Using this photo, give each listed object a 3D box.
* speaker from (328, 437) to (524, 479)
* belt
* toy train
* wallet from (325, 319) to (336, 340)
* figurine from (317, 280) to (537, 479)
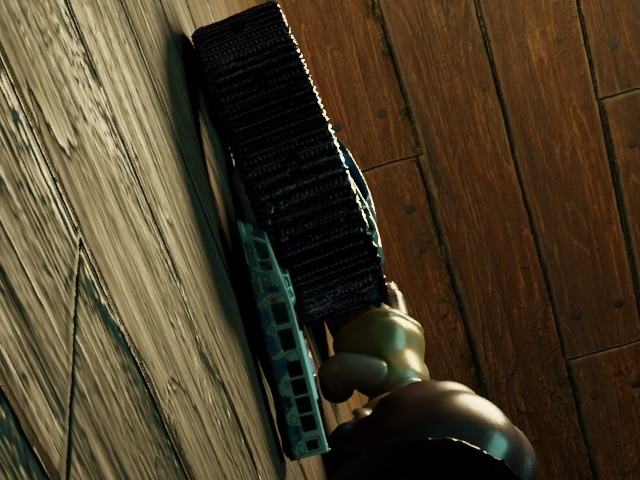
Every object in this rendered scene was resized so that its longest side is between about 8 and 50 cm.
[{"bbox_3d":[0.126,0.265,1.253,0.198,0.259,0.329,58,-1,20],"label":"speaker"},{"bbox_3d":[-0.031,-0.074,1.468,0.260,0.122,0.325,68,0,-58],"label":"belt"},{"bbox_3d":[-0.036,0.081,1.310,0.043,0.047,0.207,122,-46,-79],"label":"toy train"},{"bbox_3d":[0.000,0.000,1.960,0.252,0.083,0.360,-110,-179,-62],"label":"wallet"},{"bbox_3d":[0.079,0.204,1.724,0.218,0.206,0.365,43,6,-46],"label":"figurine"}]
